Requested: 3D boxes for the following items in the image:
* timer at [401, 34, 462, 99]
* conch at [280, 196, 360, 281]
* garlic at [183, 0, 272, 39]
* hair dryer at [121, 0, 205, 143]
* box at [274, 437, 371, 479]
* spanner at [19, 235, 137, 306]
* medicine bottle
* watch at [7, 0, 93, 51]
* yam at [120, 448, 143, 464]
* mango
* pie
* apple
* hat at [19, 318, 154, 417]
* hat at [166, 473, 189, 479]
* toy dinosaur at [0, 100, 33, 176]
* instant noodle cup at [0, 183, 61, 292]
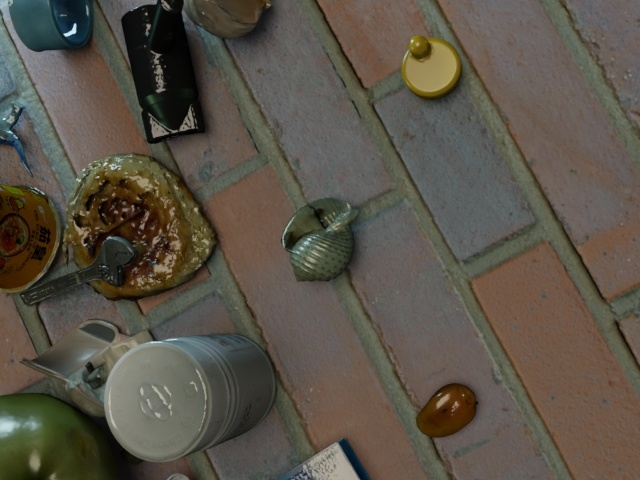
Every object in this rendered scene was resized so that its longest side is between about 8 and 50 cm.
[{"bbox_3d":[0.190,-0.300,1.613,0.107,0.109,0.107,-1,86,14],"label":"timer"},{"bbox_3d":[-0.001,0.005,1.643,0.135,0.102,0.153,31,60,25],"label":"conch"},{"bbox_3d":[-0.198,-0.463,1.699,0.143,0.178,0.229,-26,57,41],"label":"garlic"},{"bbox_3d":[-0.267,-0.320,1.638,0.116,0.302,0.244,-13,83,-15],"label":"hair dryer"},{"bbox_3d":[-0.007,0.454,1.627,0.194,0.073,0.139,-34,79,9],"label":"box"},{"bbox_3d":[-0.454,0.068,1.733,0.325,0.026,0.093,-19,91,33],"label":"spanner"},{"bbox_3d":[-0.207,0.253,1.556,0.190,0.332,0.190,-1,86,14],"label":"medicine bottle"},{"bbox_3d":[-0.503,-0.457,1.770,0.211,0.211,0.193,-2,100,14],"label":"watch"},{"bbox_3d":[-0.322,0.376,1.726,0.094,0.043,0.043,-41,78,9],"label":"yam"},{"bbox_3d":[0.213,0.291,1.592,0.114,0.060,0.080,-32,93,8],"label":"mango"},{"bbox_3d":[-0.352,-0.028,1.737,0.308,0.085,0.308,1,93,15],"label":"pie"},{"bbox_3d":[-0.519,0.427,1.602,0.357,0.357,0.357,-1,86,14],"label":"apple"},{"bbox_3d":[-0.424,0.250,1.702,0.226,0.219,0.164,-10,104,32],"label":"hat"},{"bbox_3d":[-0.288,0.523,1.654,0.126,0.203,0.203,-14,83,28],"label":"hat"},{"bbox_3d":[-0.669,-0.254,1.840,0.329,0.076,0.144,26,99,17],"label":"toy dinosaur"},{"bbox_3d":[-0.623,-0.018,1.749,0.215,0.172,0.216,-4,78,19],"label":"instant noodle cup"}]
